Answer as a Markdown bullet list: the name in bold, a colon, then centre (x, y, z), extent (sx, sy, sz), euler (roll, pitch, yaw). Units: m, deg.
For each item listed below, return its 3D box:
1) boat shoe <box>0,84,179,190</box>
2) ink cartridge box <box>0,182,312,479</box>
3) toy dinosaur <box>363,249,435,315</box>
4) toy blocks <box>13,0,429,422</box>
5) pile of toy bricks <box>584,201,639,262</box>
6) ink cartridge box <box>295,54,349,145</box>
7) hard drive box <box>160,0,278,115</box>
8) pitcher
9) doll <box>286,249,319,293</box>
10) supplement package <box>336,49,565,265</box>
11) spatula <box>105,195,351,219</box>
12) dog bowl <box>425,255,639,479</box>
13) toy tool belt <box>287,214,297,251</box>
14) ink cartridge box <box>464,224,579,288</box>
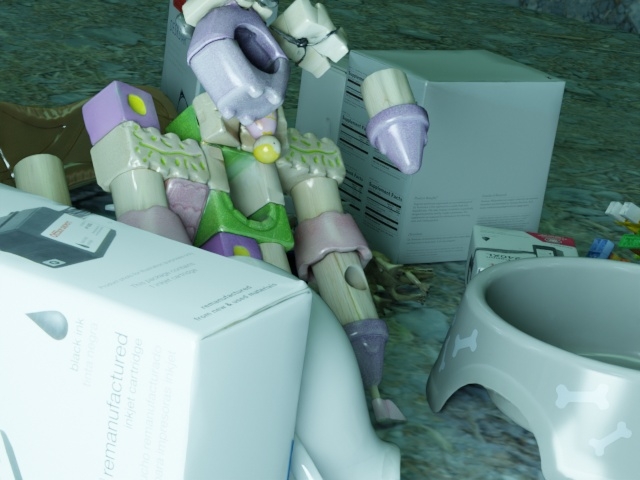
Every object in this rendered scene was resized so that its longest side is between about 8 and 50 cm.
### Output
- **boat shoe**: centre (-0.324, -0.091, 1.860), extent (0.342, 0.123, 0.123), euler (-15, -4, -30)
- **ink cartridge box**: centre (-0.177, 0.102, 1.082), extent (0.308, 0.223, 0.129), euler (17, 21, 28)
- **toy dinosaur**: centre (0.048, 0.026, 1.675), extent (0.183, 0.053, 0.092), euler (28, 11, -38)
- **toy blocks**: centre (-0.049, 0.006, 1.363), extent (0.289, 0.309, 0.260), euler (14, 50, -43)
- **pile of toy bricks**: centre (0.371, 0.027, 1.805), extent (0.105, 0.118, 0.212), euler (32, -7, -17)
- **ink cartridge box**: centre (0.090, -0.127, 2.011), extent (0.237, 0.171, 0.100), euler (-4, 21, -34)
- **hard drive box**: centre (-0.126, -0.193, 2.026), extent (0.089, 0.232, 0.181), euler (2, 18, -18)
- **pitcher**: centre (-0.018, 0.124, 1.150), extent (0.125, 0.207, 0.177), euler (-32, 28, 5)
- **doll**: centre (-0.042, 0.029, 1.667), extent (0.189, 0.046, 0.129), euler (2, 8, -39)
- **supplement package**: centre (0.134, -0.095, 1.879), extent (0.194, 0.203, 0.149), euler (-3, 21, -33)
- **spatula**: centre (-0.101, -0.037, 1.812), extent (0.242, 0.019, 0.168), euler (3, -2, -12)
- **dog bowl**: centre (0.268, 0.108, 1.464), extent (0.349, 0.102, 0.349), euler (8, 17, -2)
- **toy tool belt**: centre (0.000, 0.000, 1.770), extent (0.083, 0.051, 0.052), euler (3, 18, -17)
- **ink cartridge box**: centre (0.203, 0.040, 1.711), extent (0.109, 0.063, 0.150), euler (8, 17, 0)
